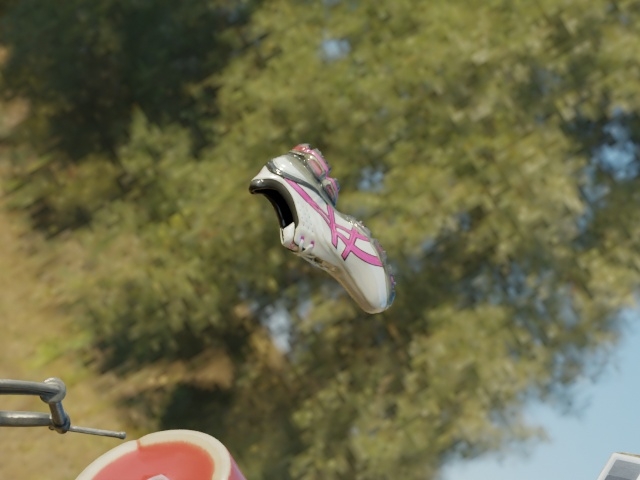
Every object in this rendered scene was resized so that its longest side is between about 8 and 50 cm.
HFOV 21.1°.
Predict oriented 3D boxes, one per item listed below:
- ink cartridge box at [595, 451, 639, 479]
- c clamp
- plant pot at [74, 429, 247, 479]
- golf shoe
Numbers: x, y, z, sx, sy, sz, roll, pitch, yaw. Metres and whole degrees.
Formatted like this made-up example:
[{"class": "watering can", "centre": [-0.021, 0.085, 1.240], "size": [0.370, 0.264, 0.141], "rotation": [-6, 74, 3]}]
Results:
[{"class": "ink cartridge box", "centre": [0.211, 0.298, 1.233], "size": [0.045, 0.208, 0.206], "rotation": [2, -51, 38]}, {"class": "c clamp", "centre": [-0.241, 0.138, 1.439], "size": [0.161, 0.137, 0.022], "rotation": [86, 6, -71]}, {"class": "plant pot", "centre": [-0.155, 0.363, 1.901], "size": [0.275, 0.275, 0.243], "rotation": [-129, -161, -59]}, {"class": "golf shoe", "centre": [0.000, 0.000, 1.690], "size": [0.186, 0.086, 0.067], "rotation": [55, -30, 5]}]
